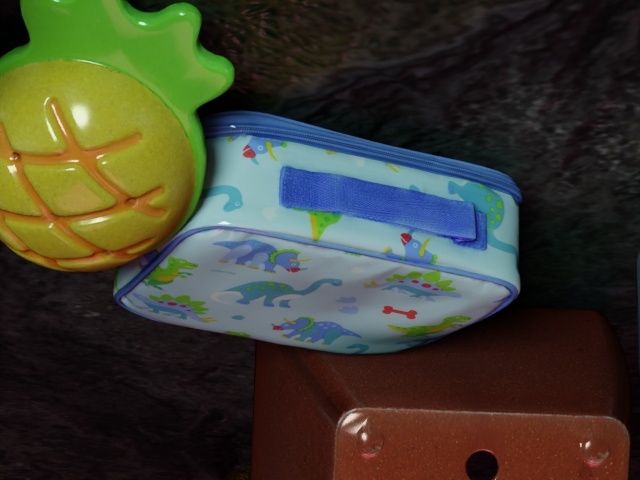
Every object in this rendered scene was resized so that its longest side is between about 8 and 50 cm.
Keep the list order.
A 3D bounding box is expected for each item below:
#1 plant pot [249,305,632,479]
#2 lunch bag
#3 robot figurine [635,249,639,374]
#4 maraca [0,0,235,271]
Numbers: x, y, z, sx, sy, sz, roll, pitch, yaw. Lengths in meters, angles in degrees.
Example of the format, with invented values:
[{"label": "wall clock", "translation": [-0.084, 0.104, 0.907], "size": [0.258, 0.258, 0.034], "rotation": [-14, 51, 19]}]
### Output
[{"label": "plant pot", "translation": [0.087, 0.184, 1.012], "size": [0.267, 0.267, 0.236], "rotation": [3, -178, -4]}, {"label": "lunch bag", "translation": [0.000, 0.000, 0.883], "size": [0.219, 0.090, 0.176], "rotation": [10, 158, -22]}, {"label": "robot figurine", "translation": [0.325, 0.037, 0.853], "size": [0.278, 0.173, 0.209], "rotation": [-8, -168, 25]}, {"label": "maraca", "translation": [-0.114, -0.055, 0.747], "size": [0.127, 0.099, 0.185], "rotation": [20, 132, -12]}]
